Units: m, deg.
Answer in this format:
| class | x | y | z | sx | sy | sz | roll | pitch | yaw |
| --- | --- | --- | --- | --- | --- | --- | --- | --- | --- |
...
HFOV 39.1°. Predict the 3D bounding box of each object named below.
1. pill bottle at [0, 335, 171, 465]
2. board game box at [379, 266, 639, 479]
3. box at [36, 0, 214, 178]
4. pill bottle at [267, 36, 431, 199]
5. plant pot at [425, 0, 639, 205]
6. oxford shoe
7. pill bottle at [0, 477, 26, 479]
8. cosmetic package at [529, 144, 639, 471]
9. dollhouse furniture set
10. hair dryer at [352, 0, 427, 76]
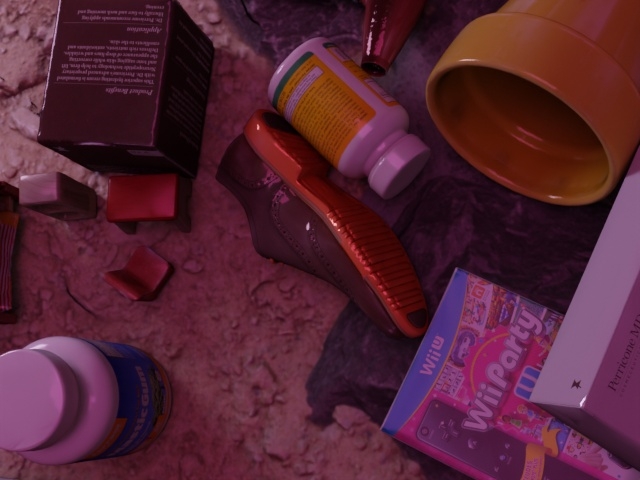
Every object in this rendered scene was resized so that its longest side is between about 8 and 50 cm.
| class | x | y | z | sx | sy | sz | roll | pitch | yaw |
| --- | --- | --- | --- | --- | --- | --- | --- | --- | --- |
| pill bottle | -0.300 | 0.197 | 1.112 | 0.152 | 0.272 | 0.152 | -2 | 81 | 12 |
| board game box | 0.257 | 0.199 | 1.087 | 0.303 | 0.097 | 0.224 | 24 | 85 | 15 |
| box | -0.258 | -0.205 | 1.226 | 0.168 | 0.167 | 0.203 | 5 | 82 | 12 |
| pill bottle | 0.040 | -0.154 | 1.164 | 0.117 | 0.117 | 0.208 | -46 | 75 | 1 |
| plant pot | 0.293 | -0.209 | 1.084 | 0.254 | 0.254 | 0.239 | 31 | 72 | 15 |
| oxford shoe | 0.000 | 0.000 | 1.178 | 0.133 | 0.130 | 0.364 | -46 | 70 | 23 |
| pill bottle | -0.433 | 0.373 | 1.188 | 0.221 | 0.121 | 0.121 | 3 | 81 | 12 |
| cosmetic package | 0.422 | 0.074 | 0.968 | 0.284 | 0.097 | 0.377 | 34 | 73 | -19 |
| dollhouse furniture set | -0.374 | 0.007 | 1.221 | 0.373 | 0.152 | 0.201 | -2 | 80 | 12 |
| hair dryer | 0.046 | -0.343 | 1.241 | 0.223 | 0.080 | 0.294 | -28 | 62 | 9 |
